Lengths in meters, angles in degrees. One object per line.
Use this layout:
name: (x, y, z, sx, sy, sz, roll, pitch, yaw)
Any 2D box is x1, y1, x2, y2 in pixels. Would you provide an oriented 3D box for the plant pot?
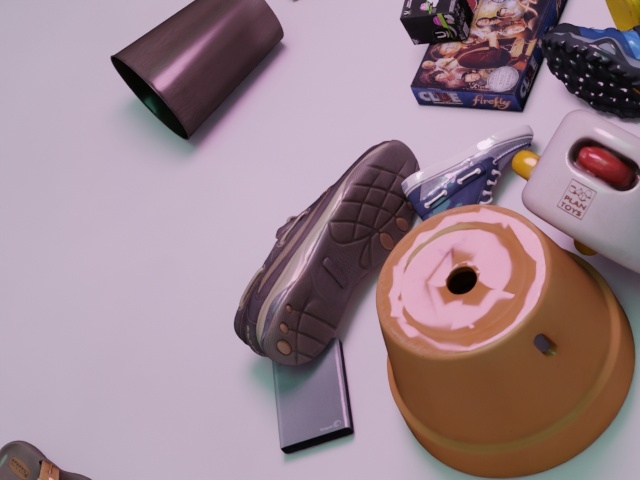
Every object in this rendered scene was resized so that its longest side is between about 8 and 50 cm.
plant pot: (0.189, 0.096, 1.435, 0.291, 0.203, 0.291, -14, 52, 19)

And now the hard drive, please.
hard drive: (-0.010, 0.195, 1.592, 0.094, 0.022, 0.135, -20, 50, 14)

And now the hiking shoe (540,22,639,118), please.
hiking shoe: (0.433, -0.226, 1.619, 0.304, 0.113, 0.132, 23, 60, 29)

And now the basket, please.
basket: (-0.182, -0.293, 1.966, 0.227, 0.154, 0.204, -42, 46, -11)

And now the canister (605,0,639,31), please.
canister: (0.459, -0.353, 1.673, 0.170, 0.126, 0.073, -44, 48, -5)

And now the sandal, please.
sandal: (-0.367, 0.319, 1.668, 0.219, 0.060, 0.090, 28, 73, 40)

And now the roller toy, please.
roller toy: (0.335, -0.050, 1.457, 0.146, 0.209, 0.191, -61, 14, 8)

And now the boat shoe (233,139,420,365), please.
boat shoe: (0.000, 0.000, 1.657, 0.130, 0.132, 0.355, 9, 53, 45)

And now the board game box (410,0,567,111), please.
board game box: (0.246, -0.295, 1.801, 0.165, 0.042, 0.243, 8, 61, 33)

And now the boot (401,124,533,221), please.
boot: (0.207, -0.076, 1.657, 0.190, 0.069, 0.086, -26, 76, -3)

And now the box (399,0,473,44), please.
box: (0.164, -0.317, 1.790, 0.083, 0.062, 0.052, -1, 58, 28)
